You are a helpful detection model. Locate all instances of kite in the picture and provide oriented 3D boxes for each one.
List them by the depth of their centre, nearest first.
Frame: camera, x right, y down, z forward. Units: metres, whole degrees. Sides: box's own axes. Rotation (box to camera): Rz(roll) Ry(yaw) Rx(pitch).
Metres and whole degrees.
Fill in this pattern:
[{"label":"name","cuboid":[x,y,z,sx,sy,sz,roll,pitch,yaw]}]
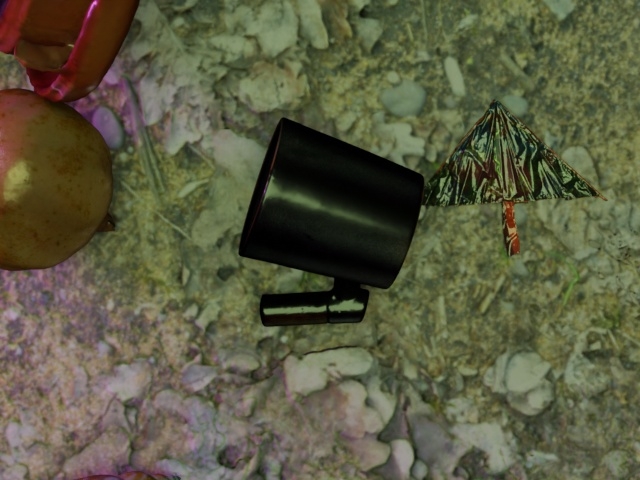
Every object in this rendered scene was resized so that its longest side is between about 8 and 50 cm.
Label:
[{"label":"kite","cuboid":[0.226,-0.075,1.791,0.232,0.009,0.189,-5,92,-1]}]

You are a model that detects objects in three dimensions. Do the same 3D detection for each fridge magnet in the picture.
[{"label":"fridge magnet","cuboid":[-0.266,-0.328,1.599,0.155,0.363,0.364,9,92,-23]}]

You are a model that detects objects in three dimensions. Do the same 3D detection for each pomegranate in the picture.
[{"label":"pomegranate","cuboid":[-0.335,-0.069,1.687,0.207,0.207,0.207,0,92,-1]}]

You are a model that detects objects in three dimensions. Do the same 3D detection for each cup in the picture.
[{"label":"cup","cuboid":[0.003,-0.015,1.744,0.177,0.239,0.166,17,50,-7]}]

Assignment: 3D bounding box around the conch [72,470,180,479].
[{"label":"conch","cuboid":[-0.263,0.327,1.752,0.173,0.106,0.116,-40,113,18]}]
